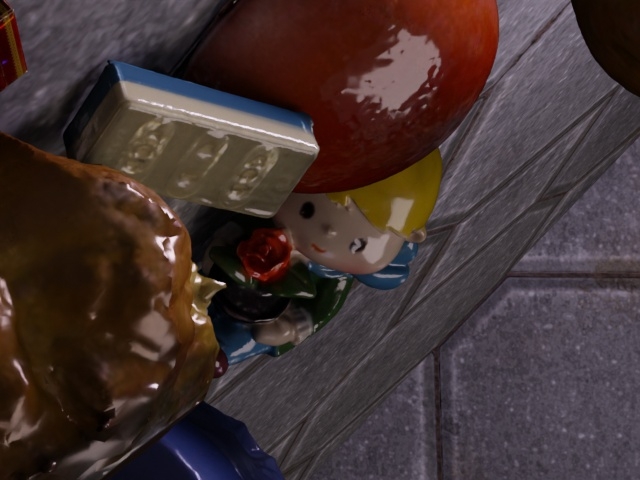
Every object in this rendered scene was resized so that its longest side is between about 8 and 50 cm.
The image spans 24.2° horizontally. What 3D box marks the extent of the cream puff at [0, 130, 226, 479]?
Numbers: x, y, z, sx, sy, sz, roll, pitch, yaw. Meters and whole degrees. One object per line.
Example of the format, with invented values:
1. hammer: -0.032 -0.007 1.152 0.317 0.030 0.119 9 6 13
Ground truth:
1. cream puff: -0.149 0.060 0.659 0.269 0.155 0.241 -49 167 30

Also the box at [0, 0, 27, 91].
1. box: -0.150 -0.058 0.560 0.082 0.023 0.051 -41 169 -16

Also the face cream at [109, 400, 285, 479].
1. face cream: -0.147 0.226 1.023 0.249 0.249 0.225 -45 170 3

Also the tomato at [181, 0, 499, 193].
1. tomato: 0.020 -0.089 0.839 0.199 0.112 0.228 -43 166 5

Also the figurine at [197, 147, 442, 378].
1. figurine: -0.011 -0.010 1.012 0.185 0.127 0.234 -25 169 -38

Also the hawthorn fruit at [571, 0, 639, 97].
1. hawthorn fruit: 0.293 -0.198 0.996 0.268 0.268 0.301 -42 174 -9

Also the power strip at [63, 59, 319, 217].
1. power strip: -0.061 -0.047 0.740 0.123 0.032 0.056 12 132 -36
